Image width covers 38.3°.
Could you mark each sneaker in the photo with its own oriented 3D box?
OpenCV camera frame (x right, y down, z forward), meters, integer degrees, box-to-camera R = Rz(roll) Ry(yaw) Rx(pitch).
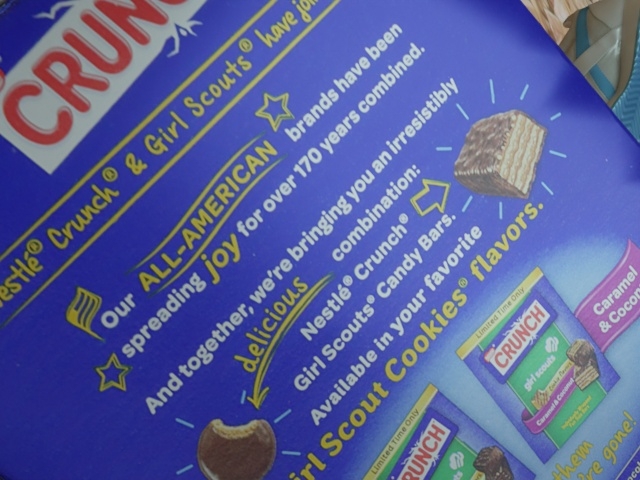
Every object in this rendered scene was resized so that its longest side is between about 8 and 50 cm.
[{"bbox_3d":[0.240,-0.115,0.809,0.087,0.092,0.229,43,57,-36],"label":"sneaker"}]

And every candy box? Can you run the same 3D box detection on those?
[{"bbox_3d":[-0.001,0.018,0.387,0.317,0.122,0.268,47,73,-13],"label":"candy box"}]
